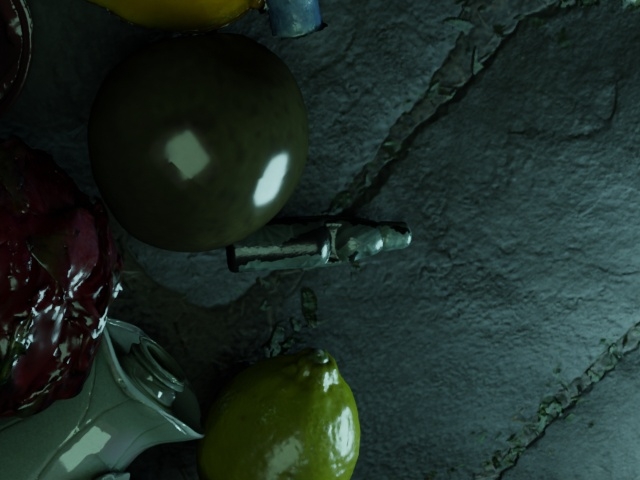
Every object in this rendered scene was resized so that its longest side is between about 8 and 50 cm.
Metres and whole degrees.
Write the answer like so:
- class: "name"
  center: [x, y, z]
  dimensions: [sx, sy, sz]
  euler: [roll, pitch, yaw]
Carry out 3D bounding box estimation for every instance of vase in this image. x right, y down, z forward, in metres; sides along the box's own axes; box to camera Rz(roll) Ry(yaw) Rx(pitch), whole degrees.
- class: "vase"
  center: [0.000, 0.000, 1.803]
  dimensions: [0.211, 0.060, 0.060]
  euler: [-5, 116, -9]
- class: "vase"
  center: [-0.337, 0.275, 1.785]
  dimensions: [0.445, 0.250, 0.250]
  euler: [-41, 116, 6]

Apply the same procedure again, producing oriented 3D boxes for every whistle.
- class: "whistle"
  center: [-0.049, -0.354, 1.622]
  dimensions: [0.062, 0.062, 0.304]
  euler: [-13, 117, -4]

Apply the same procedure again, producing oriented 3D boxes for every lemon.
- class: "lemon"
  center: [-0.044, 0.228, 1.840]
  dimensions: [0.184, 0.184, 0.248]
  euler: [22, 106, -20]

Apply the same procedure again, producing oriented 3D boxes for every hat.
- class: "hat"
  center: [-0.387, -0.191, 1.619]
  dimensions: [0.205, 0.089, 0.205]
  euler: [-4, 115, -9]

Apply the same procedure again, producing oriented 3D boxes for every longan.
- class: "longan"
  center: [-0.121, -0.105, 1.638]
  dimensions: [0.215, 0.246, 0.246]
  euler: [23, 111, 7]

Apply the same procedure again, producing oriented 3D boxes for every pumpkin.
- class: "pumpkin"
  center: [-0.172, -0.284, 1.621]
  dimensions: [0.278, 0.111, 0.163]
  euler: [-20, 132, 3]

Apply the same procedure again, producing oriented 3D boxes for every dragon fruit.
- class: "dragon fruit"
  center: [-0.354, 0.039, 1.606]
  dimensions: [0.329, 0.329, 0.329]
  euler: [-4, 116, -9]
